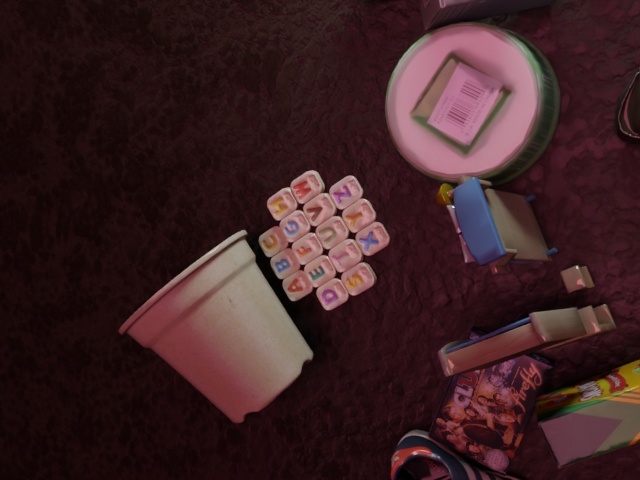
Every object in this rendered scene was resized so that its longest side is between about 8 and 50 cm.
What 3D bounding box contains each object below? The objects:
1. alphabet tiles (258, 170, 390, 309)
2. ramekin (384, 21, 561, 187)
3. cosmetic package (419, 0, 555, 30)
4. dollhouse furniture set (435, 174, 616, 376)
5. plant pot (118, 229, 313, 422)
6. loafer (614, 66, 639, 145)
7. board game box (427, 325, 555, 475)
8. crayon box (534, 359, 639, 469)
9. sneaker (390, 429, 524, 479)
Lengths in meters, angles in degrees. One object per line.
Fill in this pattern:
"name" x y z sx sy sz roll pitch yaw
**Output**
"alphabet tiles" 0.000 0.000 1.314 0.278 0.021 0.284 -32 83 25
"ramekin" 0.263 -0.239 1.090 0.304 0.148 0.303 3 98 24
"cosmetic package" 0.291 -0.437 1.017 0.238 0.127 0.107 -10 92 -1
"dollhouse furniture set" 0.317 0.055 1.083 0.198 0.286 0.303 -33 65 42
"plant pot" -0.193 0.199 1.287 0.334 0.334 0.305 -39 90 24
"loafer" 0.548 -0.263 0.994 0.080 0.078 0.220 24 106 21
"board game box" 0.328 0.311 1.188 0.165 0.042 0.243 23 105 21
"crayon box" 0.515 0.255 0.988 0.319 0.202 0.081 -25 79 14
"sneaker" 0.290 0.505 1.172 0.350 0.148 0.131 22 105 21
